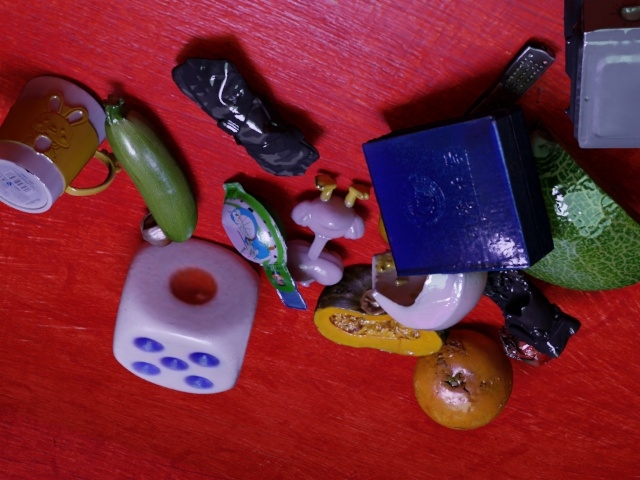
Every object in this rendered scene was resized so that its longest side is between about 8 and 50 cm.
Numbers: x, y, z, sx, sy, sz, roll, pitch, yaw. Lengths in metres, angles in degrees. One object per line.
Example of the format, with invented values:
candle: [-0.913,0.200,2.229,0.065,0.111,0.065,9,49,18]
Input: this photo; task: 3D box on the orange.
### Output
orange: [0.349,0.340,2.107,0.246,0.246,0.246,8,145,6]

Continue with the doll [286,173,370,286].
doll: [0.000,0.001,1.860,0.160,0.094,0.365,14,145,-7]

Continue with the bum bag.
bum bag: [-0.129,-0.221,1.588,0.144,0.095,0.340,-2,144,44]

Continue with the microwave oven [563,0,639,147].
microwave oven: [0.416,-0.297,1.142,0.181,0.295,0.237,1,144,14]

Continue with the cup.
cup: [-0.510,-0.167,1.657,0.241,0.226,0.185,32,141,-14]

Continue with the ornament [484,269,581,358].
ornament: [0.407,0.114,1.844,0.260,0.106,0.251,43,175,-18]

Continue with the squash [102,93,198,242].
squash: [-0.335,-0.138,1.749,0.107,0.107,0.395,-2,140,19]

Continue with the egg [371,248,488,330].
egg: [0.240,0.110,1.789,0.206,0.161,0.271,-10,-166,-33]

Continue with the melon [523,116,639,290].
melon: [0.443,-0.057,1.577,0.344,0.226,0.331,28,169,-37]

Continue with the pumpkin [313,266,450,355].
pumpkin: [0.150,0.177,2.011,0.317,0.139,0.221,4,145,16]

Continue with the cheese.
cheese: [-0.120,0.016,1.842,0.204,0.083,0.320,1,122,56]

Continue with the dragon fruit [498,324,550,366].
dragon fruit: [0.495,0.233,2.019,0.142,0.121,0.130,-11,134,24]

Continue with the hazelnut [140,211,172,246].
hazelnut: [-0.365,-0.027,1.940,0.086,0.086,0.086,8,145,6]

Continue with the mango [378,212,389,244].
mango: [0.226,-0.030,1.728,0.221,0.120,0.151,8,158,-7]

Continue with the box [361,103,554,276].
box: [0.238,-0.079,1.509,0.279,0.116,0.261,-7,103,42]

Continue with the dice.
dice: [-0.318,0.181,2.052,0.304,0.277,0.304,13,144,-6]

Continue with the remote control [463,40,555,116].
remote control: [0.317,-0.258,1.460,0.059,0.028,0.212,25,143,-12]
